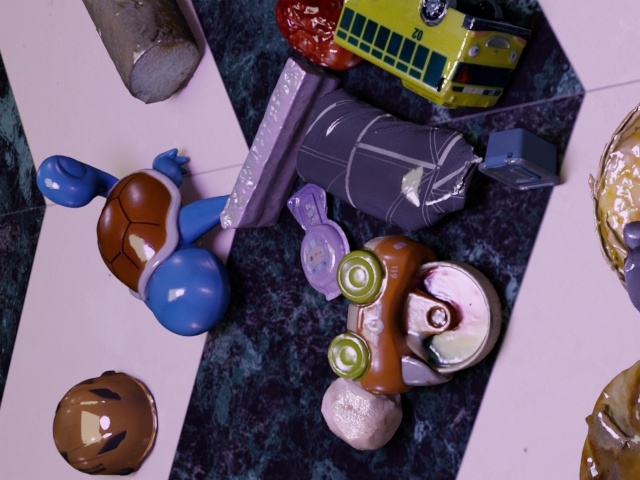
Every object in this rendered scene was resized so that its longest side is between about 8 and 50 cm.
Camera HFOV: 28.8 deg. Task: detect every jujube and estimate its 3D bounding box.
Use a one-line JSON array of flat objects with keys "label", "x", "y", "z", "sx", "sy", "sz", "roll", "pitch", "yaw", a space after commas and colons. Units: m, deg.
[{"label": "jujube", "x": 0.004, "y": -0.326, "z": 1.889, "sx": 0.109, "sy": 0.112, "sz": 0.176, "roll": -38, "pitch": 56, "yaw": -8}]

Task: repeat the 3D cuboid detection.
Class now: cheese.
[{"label": "cheese", "x": 0.000, "y": 0.000, "z": 1.927, "sx": 0.105, "sy": 0.042, "sz": 0.191, "roll": -36, "pitch": 60, "yaw": 38}]

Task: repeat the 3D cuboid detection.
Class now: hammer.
[{"label": "hammer", "x": 0.472, "y": 0.038, "z": 1.323, "sx": 0.290, "sy": 0.037, "sz": 0.137, "roll": -2, "pitch": 125, "yaw": 14}]

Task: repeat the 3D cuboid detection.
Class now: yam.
[{"label": "yam", "x": -0.321, "y": -0.385, "z": 2.207, "sx": 0.161, "sy": 0.161, "sz": 0.268, "roll": -49, "pitch": 55, "yaw": 34}]

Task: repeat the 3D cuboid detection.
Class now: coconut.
[{"label": "coconut", "x": 0.056, "y": 0.240, "z": 1.812, "sx": 0.124, "sy": 0.110, "sz": 0.110, "roll": 36, "pitch": 114, "yaw": 35}]

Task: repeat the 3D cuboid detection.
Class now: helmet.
[{"label": "helmet", "x": -0.414, "y": 0.343, "z": 2.296, "sx": 0.224, "sy": 0.130, "sz": 0.198, "roll": -23, "pitch": 75, "yaw": 43}]

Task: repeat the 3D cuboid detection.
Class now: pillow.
[{"label": "pillow", "x": 0.092, "y": -0.114, "z": 1.797, "sx": 0.335, "sy": 0.092, "sz": 0.161, "roll": 28, "pitch": 105, "yaw": 43}]

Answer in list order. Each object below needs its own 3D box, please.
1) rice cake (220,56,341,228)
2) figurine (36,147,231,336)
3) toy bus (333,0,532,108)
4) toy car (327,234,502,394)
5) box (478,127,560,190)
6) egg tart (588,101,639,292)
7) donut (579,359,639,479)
[{"label": "rice cake", "x": -0.062, "y": -0.144, "z": 1.954, "sx": 0.050, "sy": 0.106, "sz": 0.298, "roll": 39, "pitch": 116, "yaw": 29}, {"label": "figurine", "x": -0.285, "y": -0.018, "z": 2.140, "sx": 0.416, "sy": 0.243, "sz": 0.298, "roll": 43, "pitch": 111, "yaw": 16}, {"label": "toy bus", "x": 0.149, "y": -0.282, "z": 1.717, "sx": 0.262, "sy": 0.128, "sz": 0.150, "roll": 36, "pitch": 115, "yaw": 43}, {"label": "toy car", "x": 0.141, "y": 0.112, "z": 1.719, "sx": 0.235, "sy": 0.145, "sz": 0.235, "roll": 1, "pitch": 93, "yaw": 31}, {"label": "box", "x": 0.261, "y": -0.106, "z": 1.615, "sx": 0.074, "sy": 0.099, "sz": 0.054, "roll": -5, "pitch": 70, "yaw": 47}, {"label": "egg tart", "x": 0.423, "y": -0.047, "z": 1.418, "sx": 0.315, "sy": 0.120, "sz": 0.315, "roll": -1, "pitch": 89, "yaw": 47}, {"label": "donut", "x": 0.452, "y": 0.268, "z": 1.342, "sx": 0.360, "sy": 0.170, "sz": 0.360, "roll": 5, "pitch": 96, "yaw": 51}]
